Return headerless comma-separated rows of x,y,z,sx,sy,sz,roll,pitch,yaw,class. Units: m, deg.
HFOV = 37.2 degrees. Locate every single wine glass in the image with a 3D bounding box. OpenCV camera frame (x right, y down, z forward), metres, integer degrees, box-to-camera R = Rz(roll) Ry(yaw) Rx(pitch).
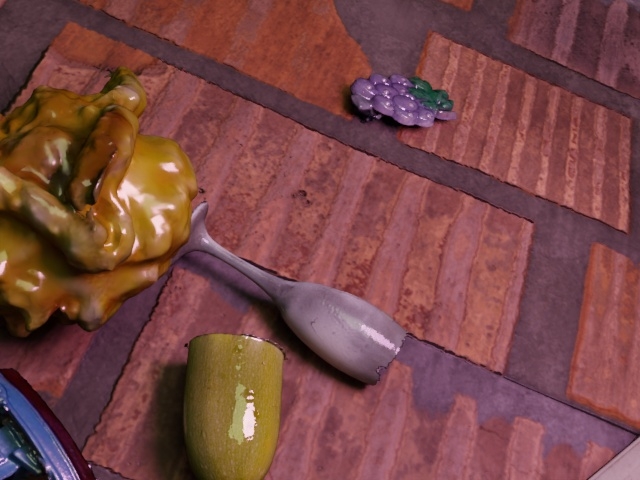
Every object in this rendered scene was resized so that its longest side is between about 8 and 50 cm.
0.000,0.000,1.182,0.309,0.264,0.096,31,16,2,wine glass

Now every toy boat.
-0.314,0.229,0.991,0.097,0.100,0.223,-26,66,-42,toy boat

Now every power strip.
0.387,0.299,1.216,0.272,0.078,0.052,-26,66,-32,power strip

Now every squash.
-0.099,0.205,1.081,0.123,0.123,0.187,8,59,-15,squash

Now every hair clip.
0.132,-0.214,1.505,0.195,0.052,0.124,-10,55,-34,hair clip

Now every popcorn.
-0.304,-0.044,1.102,0.325,0.290,0.321,-1,14,26,popcorn
